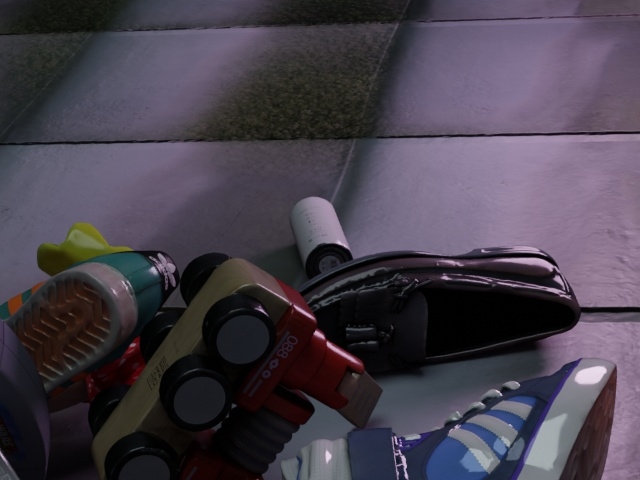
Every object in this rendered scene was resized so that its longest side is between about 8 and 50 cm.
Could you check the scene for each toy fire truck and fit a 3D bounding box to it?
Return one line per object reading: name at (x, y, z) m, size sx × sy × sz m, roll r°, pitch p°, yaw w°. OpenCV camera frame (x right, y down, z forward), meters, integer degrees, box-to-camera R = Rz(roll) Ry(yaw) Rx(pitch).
toy fire truck at (-0.049, 0.150, 1.479) m, size 0.246 × 0.217 × 0.158 m, roll 31°, pitch 10°, yaw -25°

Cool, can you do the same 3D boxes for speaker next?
speaker at (0.000, 0.000, 1.909) m, size 0.055 × 0.055 × 0.136 m, roll -8°, pitch 24°, yaw -6°

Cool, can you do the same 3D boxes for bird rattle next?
bird rattle at (-0.239, 0.116, 1.679) m, size 0.207 × 0.143 × 0.253 m, roll -19°, pitch 38°, yaw -2°

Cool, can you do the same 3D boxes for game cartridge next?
game cartridge at (-0.330, 0.135, 1.426) m, size 0.198 × 0.297 × 0.062 m, roll -1°, pitch 57°, yaw 5°

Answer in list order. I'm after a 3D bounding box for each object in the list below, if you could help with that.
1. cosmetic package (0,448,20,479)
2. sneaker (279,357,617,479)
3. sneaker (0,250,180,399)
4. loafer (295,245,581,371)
cosmetic package at (-0.356, 0.238, 1.336) m, size 0.238 × 0.127 × 0.107 m, roll -22°, pitch 72°, yaw -39°
sneaker at (0.090, 0.176, 1.399) m, size 0.236 × 0.130 × 0.323 m, roll 13°, pitch 36°, yaw 22°
sneaker at (-0.242, 0.091, 1.549) m, size 0.302 × 0.108 × 0.121 m, roll -26°, pitch 0°, yaw 37°
loafer at (0.108, 0.070, 1.678) m, size 0.303 × 0.109 × 0.095 m, roll -10°, pitch 28°, yaw -17°
